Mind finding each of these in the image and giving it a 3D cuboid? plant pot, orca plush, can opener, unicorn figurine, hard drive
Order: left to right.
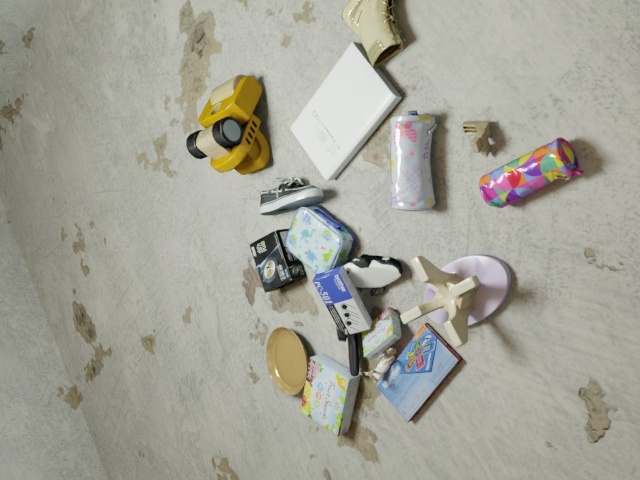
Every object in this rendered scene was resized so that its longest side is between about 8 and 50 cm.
[{"bbox_3d":[-0.110,0.414,2.149,0.236,0.032,0.236,8,100,50],"label":"plant pot"},{"bbox_3d":[0.067,-0.386,1.888,0.353,0.047,0.233,-49,65,35],"label":"hard drive"},{"bbox_3d":[0.099,0.333,1.951,0.073,0.059,0.186,-11,87,25],"label":"can opener"},{"bbox_3d":[0.126,0.094,1.894,0.151,0.102,0.287,42,132,-19],"label":"orca plush"},{"bbox_3d":[0.179,0.384,1.873,0.162,0.111,0.060,-41,77,17],"label":"unicorn figurine"}]

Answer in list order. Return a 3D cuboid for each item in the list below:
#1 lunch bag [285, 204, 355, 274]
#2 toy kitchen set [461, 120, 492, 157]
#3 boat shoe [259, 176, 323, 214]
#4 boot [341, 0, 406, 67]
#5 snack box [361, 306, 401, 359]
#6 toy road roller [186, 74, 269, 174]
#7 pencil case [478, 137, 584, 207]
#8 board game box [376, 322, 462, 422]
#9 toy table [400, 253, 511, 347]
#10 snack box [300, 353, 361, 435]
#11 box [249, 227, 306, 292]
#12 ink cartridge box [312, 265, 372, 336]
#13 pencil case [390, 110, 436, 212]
[{"bbox_3d":[0.000,0.000,1.973,0.219,0.090,0.176,38,120,31],"label":"lunch bag"},{"bbox_3d":[0.396,-0.254,1.605,0.075,0.083,0.068,11,144,40],"label":"toy kitchen set"},{"bbox_3d":[-0.102,-0.155,2.031,0.306,0.113,0.105,-13,81,57],"label":"boat shoe"},{"bbox_3d":[0.187,-0.632,1.714,0.262,0.095,0.203,-39,70,40],"label":"boot"},{"bbox_3d":[0.181,0.278,1.855,0.141,0.037,0.100,-48,30,35],"label":"snack box"},{"bbox_3d":[-0.284,-0.375,2.135,0.202,0.240,0.330,-13,50,42],"label":"toy road roller"},{"bbox_3d":[0.502,-0.158,1.502,0.236,0.104,0.104,-27,78,42],"label":"pencil case"},{"bbox_3d":[0.284,0.388,1.818,0.145,0.027,0.281,46,123,26],"label":"board game box"},{"bbox_3d":[0.348,0.144,1.639,0.252,0.161,0.274,55,128,21],"label":"toy table"},{"bbox_3d":[0.031,0.501,2.030,0.174,0.070,0.207,24,112,38],"label":"snack box"},{"bbox_3d":[-0.146,0.068,2.121,0.147,0.077,0.180,-26,79,41],"label":"box"},{"bbox_3d":[0.067,0.183,1.859,0.097,0.046,0.207,-19,108,26],"label":"ink cartridge box"},{"bbox_3d":[0.252,-0.214,1.706,0.124,0.113,0.273,0,97,-2],"label":"pencil case"}]
